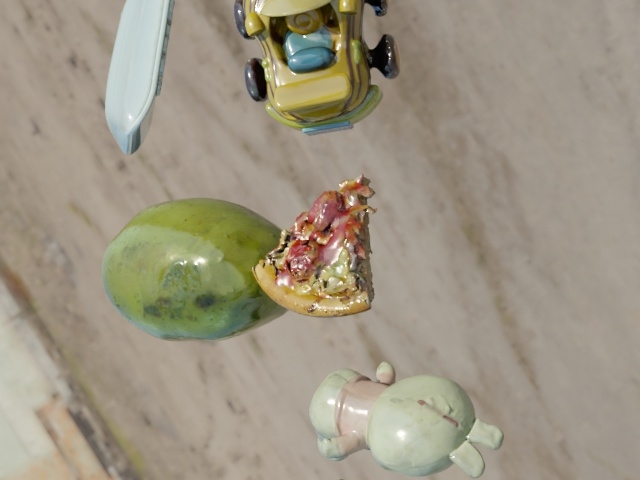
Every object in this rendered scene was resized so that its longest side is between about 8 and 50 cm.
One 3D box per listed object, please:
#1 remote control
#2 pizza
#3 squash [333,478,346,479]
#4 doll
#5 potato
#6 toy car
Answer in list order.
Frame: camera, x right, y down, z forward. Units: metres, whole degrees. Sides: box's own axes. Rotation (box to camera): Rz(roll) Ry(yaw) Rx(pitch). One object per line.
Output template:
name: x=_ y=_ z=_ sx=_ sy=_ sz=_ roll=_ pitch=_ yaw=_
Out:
remote control: x=-0.159 y=-0.231 z=1.395 sx=0.103 sy=0.051 sz=0.293 roll=128 pitch=153 yaw=-76
pizza: x=0.000 y=0.000 z=1.822 sx=0.201 sy=0.193 sz=0.053 roll=3 pitch=159 yaw=43
squash: x=0.030 y=0.414 z=2.078 sx=0.229 sy=0.066 sz=0.066 roll=-87 pitch=-28 yaw=-65
doll: x=0.087 y=0.218 z=1.784 sx=0.275 sy=0.155 sz=0.113 roll=3 pitch=134 yaw=46
potato: x=-0.163 y=0.039 z=2.030 sx=0.304 sy=0.216 sz=0.216 roll=-8 pitch=116 yaw=45
toy car: x=-0.013 y=-0.260 z=1.822 sx=0.142 sy=0.200 sz=0.248 roll=25 pitch=-126 yaw=-77
